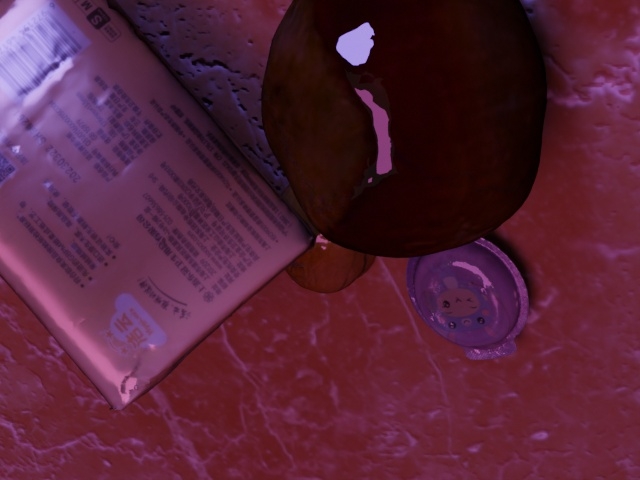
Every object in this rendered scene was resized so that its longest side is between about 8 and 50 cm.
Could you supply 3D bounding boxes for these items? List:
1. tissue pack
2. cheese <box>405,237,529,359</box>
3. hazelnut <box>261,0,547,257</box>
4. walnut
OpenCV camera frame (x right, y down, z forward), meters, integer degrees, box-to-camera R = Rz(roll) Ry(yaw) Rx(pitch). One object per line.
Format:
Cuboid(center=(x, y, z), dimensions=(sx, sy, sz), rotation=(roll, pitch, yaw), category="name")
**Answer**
Cuboid(center=(-0.177, -0.043, 1.407), dimensions=(0.305, 0.238, 0.238), rotation=(49, 129, 2), category="tissue pack")
Cuboid(center=(0.111, 0.019, 1.429), dimensions=(0.105, 0.042, 0.191), rotation=(-13, 113, 29), category="cheese")
Cuboid(center=(0.066, -0.108, 1.270), dimensions=(0.230, 0.229, 0.229), rotation=(12, 126, 17), category="hazelnut")
Cuboid(center=(0.000, 0.000, 1.462), dimensions=(0.091, 0.052, 0.121), rotation=(9, 127, 16), category="walnut")
